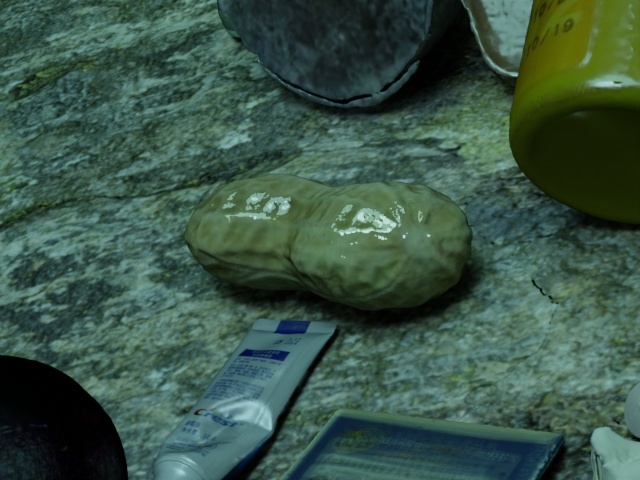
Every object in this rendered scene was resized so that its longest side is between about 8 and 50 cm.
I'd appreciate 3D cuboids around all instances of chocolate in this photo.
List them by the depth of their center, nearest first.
[{"bbox_3d":[0.281,-0.234,1.999,0.261,0.083,0.161,-16,60,9],"label":"chocolate"},{"bbox_3d":[0.053,-0.314,2.091,0.303,0.303,0.213,8,29,35],"label":"chocolate"}]

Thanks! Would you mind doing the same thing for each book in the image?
[{"bbox_3d":[0.035,0.242,1.585,0.228,0.018,0.322,4,33,33],"label":"book"}]

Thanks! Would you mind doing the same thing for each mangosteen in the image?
[{"bbox_3d":[-0.292,0.248,1.664,0.275,0.275,0.302,-17,72,12],"label":"mangosteen"}]

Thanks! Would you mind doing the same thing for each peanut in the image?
[{"bbox_3d":[0.000,0.000,1.856,0.298,0.120,0.136,6,11,34],"label":"peanut"}]

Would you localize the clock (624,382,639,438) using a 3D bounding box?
[{"bbox_3d":[0.333,0.091,1.559,0.229,0.063,0.156,-41,49,35],"label":"clock"}]

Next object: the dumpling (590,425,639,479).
[{"bbox_3d":[0.270,0.221,1.470,0.136,0.118,0.199,-15,65,-9],"label":"dumpling"}]

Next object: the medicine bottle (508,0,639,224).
[{"bbox_3d":[0.309,-0.225,1.807,0.224,0.224,0.384,-2,58,27],"label":"medicine bottle"}]

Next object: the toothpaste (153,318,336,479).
[{"bbox_3d":[-0.080,0.160,1.784,0.096,0.061,0.266,2,39,33],"label":"toothpaste"}]

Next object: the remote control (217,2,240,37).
[{"bbox_3d":[0.038,-0.333,2.262,0.335,0.065,0.128,-19,36,9],"label":"remote control"}]
